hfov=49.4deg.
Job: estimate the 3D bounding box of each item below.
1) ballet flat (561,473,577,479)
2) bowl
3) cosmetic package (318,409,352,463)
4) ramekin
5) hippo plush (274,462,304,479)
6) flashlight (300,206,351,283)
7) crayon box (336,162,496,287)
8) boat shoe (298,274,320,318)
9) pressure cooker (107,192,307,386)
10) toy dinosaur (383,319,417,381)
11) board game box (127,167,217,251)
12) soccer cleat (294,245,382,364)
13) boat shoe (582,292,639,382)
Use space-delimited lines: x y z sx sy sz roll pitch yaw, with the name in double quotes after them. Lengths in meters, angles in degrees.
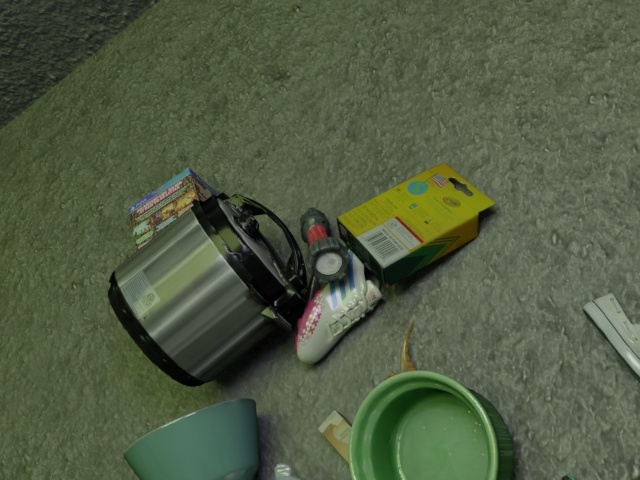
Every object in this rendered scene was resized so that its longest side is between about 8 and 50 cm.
0.499 0.491 1.207 0.203 0.074 0.074 29 80 37 "ballet flat"
-0.259 0.490 1.536 0.312 0.311 0.163 -31 67 12 "bowl"
0.054 0.434 1.524 0.060 0.041 0.115 -49 50 -4 "cosmetic package"
0.219 0.408 1.333 0.304 0.148 0.303 -11 70 33 "ramekin"
-0.130 0.563 1.422 0.234 0.294 0.236 38 77 18 "hippo plush"
0.000 0.000 1.687 0.103 0.103 0.304 -46 21 12 "flashlight"
0.225 -0.043 1.635 0.319 0.081 0.202 -28 48 -14 "crayon box"
-0.028 0.138 1.750 0.038 0.046 0.125 0 71 26 "boat shoe"
-0.244 0.100 1.677 0.420 0.370 0.375 -40 12 1 "pressure cooker"
0.191 0.295 1.524 0.112 0.064 0.211 -21 63 4 "toy dinosaur"
-0.403 -0.020 2.004 0.232 0.141 0.291 -31 51 11 "board game box"
0.059 0.150 1.639 0.143 0.116 0.331 17 72 40 "soccer cleat"
0.591 0.187 1.321 0.076 0.083 0.226 -36 50 10 "boat shoe"
